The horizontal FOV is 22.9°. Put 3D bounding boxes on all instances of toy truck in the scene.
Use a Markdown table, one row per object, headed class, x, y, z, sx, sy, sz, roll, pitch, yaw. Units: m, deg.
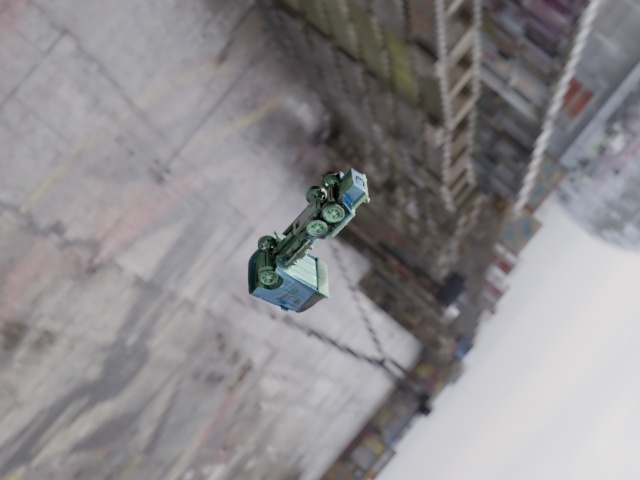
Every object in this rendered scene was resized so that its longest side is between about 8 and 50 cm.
| class | x | y | z | sx | sy | sz | roll | pitch | yaw |
| --- | --- | --- | --- | --- | --- | --- | --- | --- | --- |
| toy truck | 0.000 | 0.000 | 1.645 | 0.175 | 0.081 | 0.067 | -46 | -152 | 29 |
